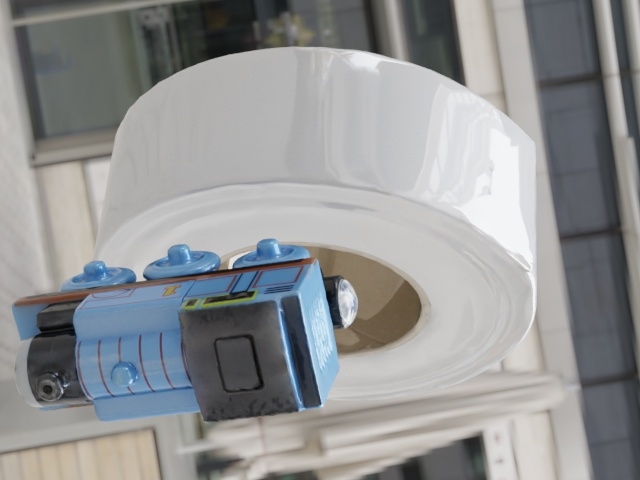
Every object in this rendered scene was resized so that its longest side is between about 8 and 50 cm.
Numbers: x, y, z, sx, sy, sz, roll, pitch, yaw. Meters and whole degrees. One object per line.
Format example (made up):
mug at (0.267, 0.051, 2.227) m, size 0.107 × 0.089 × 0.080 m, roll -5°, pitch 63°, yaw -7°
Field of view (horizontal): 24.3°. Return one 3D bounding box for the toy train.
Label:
toy train at (-0.074, 0.049, 0.767) m, size 0.105 × 0.184 × 0.080 m, roll -58°, pitch 139°, yaw -71°

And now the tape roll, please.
tape roll at (0.000, 0.000, 0.960) m, size 0.286 × 0.286 × 0.100 m, roll 87°, pitch 7°, yaw -58°
